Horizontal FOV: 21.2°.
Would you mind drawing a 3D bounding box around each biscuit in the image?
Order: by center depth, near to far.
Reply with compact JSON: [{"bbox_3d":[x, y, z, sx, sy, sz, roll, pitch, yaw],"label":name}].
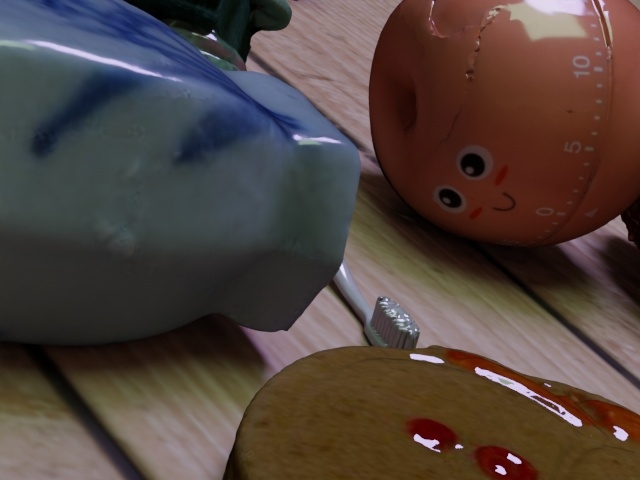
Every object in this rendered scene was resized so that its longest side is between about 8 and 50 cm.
[{"bbox_3d":[0.137,0.166,0.907,0.381,0.074,0.359,22,23,9],"label":"biscuit"}]

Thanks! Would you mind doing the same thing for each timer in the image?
[{"bbox_3d":[0.154,-0.107,1.353,0.214,0.230,0.229,4,26,-18],"label":"timer"}]

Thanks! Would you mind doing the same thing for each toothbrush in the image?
[{"bbox_3d":[0.000,0.000,1.215,0.025,0.030,0.307,2,28,-27],"label":"toothbrush"}]

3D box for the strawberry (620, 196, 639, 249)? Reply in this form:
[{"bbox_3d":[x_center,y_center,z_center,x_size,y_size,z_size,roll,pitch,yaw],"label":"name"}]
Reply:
[{"bbox_3d":[0.335,0.014,1.373,0.233,0.138,0.306,48,-24,-13],"label":"strawberry"}]

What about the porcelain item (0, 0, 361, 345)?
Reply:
[{"bbox_3d":[-0.188,-0.058,0.967,0.405,0.178,0.242,14,20,-33],"label":"porcelain item"}]

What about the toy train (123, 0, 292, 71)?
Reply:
[{"bbox_3d":[-0.137,-0.174,1.211,0.221,0.150,0.304,19,-14,2],"label":"toy train"}]
